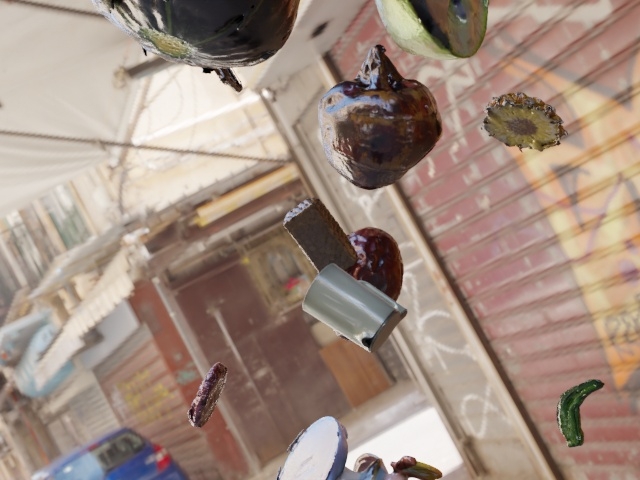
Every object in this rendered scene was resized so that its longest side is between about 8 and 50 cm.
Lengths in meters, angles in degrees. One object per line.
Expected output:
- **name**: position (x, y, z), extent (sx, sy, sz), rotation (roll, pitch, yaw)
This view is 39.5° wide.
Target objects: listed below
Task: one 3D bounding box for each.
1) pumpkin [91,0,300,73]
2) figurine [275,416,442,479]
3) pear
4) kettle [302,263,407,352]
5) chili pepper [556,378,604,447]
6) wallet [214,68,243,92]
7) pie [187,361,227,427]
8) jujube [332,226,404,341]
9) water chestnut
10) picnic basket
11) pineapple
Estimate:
- **pumpkin**: position (-0.156, -0.382, 1.233), extent (0.296, 0.296, 0.296), rotation (-28, -4, -2)
- **figurine**: position (0.126, 0.475, 1.429), extent (0.277, 0.388, 0.248), rotation (-40, 24, 43)
- **pear**: position (0.239, -0.600, 2.113), extent (0.165, 0.398, 0.399), rotation (-13, 5, 35)
- **kettle**: position (0.059, 0.120, 1.554), extent (0.098, 0.148, 0.127), rotation (-58, -18, 2)
- **chili pepper**: position (0.388, 0.256, 1.357), extent (0.035, 0.055, 0.118), rotation (-21, -53, -68)
- **wallet**: position (-0.270, -0.467, 2.128), extent (0.039, 0.243, 0.133), rotation (-34, -11, 6)
- **pie**: position (-0.245, 0.338, 1.955), extent (0.154, 0.036, 0.154), rotation (24, -90, -82)
- **jujube**: position (0.108, 0.108, 2.225), extent (0.197, 0.290, 0.197), rotation (10, -20, 4)
- **water chestnut**: position (0.115, -0.247, 1.867), extent (0.289, 0.244, 0.289), rotation (-41, 9, 8)
- **picnic basket**: position (0.000, 0.000, 2.056), extent (0.110, 0.193, 0.055), rotation (-34, 6, 15)
- **pineapple**: position (0.483, -0.283, 2.111), extent (0.047, 0.221, 0.221), rotation (-67, 12, -22)
